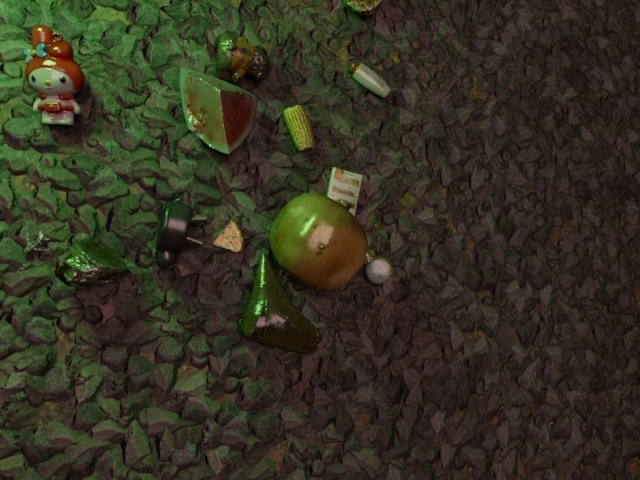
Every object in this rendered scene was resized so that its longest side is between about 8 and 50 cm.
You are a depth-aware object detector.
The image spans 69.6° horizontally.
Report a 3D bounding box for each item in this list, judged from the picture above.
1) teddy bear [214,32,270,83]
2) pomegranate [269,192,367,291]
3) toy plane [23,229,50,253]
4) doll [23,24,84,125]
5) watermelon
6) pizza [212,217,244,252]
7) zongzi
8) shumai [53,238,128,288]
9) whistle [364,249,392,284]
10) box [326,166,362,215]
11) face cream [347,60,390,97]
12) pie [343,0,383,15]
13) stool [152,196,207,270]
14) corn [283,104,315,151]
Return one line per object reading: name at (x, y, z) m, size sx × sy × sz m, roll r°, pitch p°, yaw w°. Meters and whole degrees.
teddy bear at (-0.268, -0.635, 1.602) m, size 0.190 × 0.140 × 0.177 m, roll 6°, pitch 79°, yaw -27°
pomegranate at (0.000, 0.000, 1.524) m, size 0.332 × 0.332 × 0.332 m, roll 2°, pitch 83°, yaw -19°
toy plane at (-0.852, 0.010, 1.372) m, size 0.083 × 0.033 × 0.080 m, roll -48°, pitch 114°, yaw -17°
doll at (-0.805, -0.499, 1.394) m, size 0.161 × 0.130 × 0.290 m, roll 0°, pitch 99°, yaw -6°
watermelon at (-0.340, -0.430, 1.537) m, size 0.256 × 0.176 × 0.260 m, roll 1°, pitch 106°, yaw -11°
pizza at (-0.318, -0.009, 1.565) m, size 0.108 × 0.026 × 0.123 m, roll -16°, pitch 92°, yaw -17°
zongzi at (-0.110, 0.214, 1.557) m, size 0.274 × 0.145 × 0.300 m, roll 20°, pitch 71°, yaw -20°
shumai at (-0.685, 0.095, 1.373) m, size 0.184 × 0.184 × 0.142 m, roll 33°, pitch 98°, yaw -13°
whistle at (0.186, 0.077, 1.721) m, size 0.104 × 0.057 × 0.198 m, roll -42°, pitch 90°, yaw -3°
box at (0.079, -0.153, 1.717) m, size 0.122 × 0.032 × 0.220 m, roll 14°, pitch 80°, yaw -16°
face cream at (0.190, -0.629, 1.799) m, size 0.182 × 0.051 × 0.072 m, roll 34°, pitch 78°, yaw -12°
pie at (0.174, -0.973, 1.820) m, size 0.163 × 0.079 × 0.193 m, roll 46°, pitch 74°, yaw -4°
stool at (-0.450, -0.020, 1.470) m, size 0.139 × 0.153 × 0.228 m, roll 14°, pitch 122°, yaw -21°
corn at (-0.075, -0.406, 1.675) m, size 0.085 × 0.063 × 0.165 m, roll -19°, pitch 92°, yaw -30°
